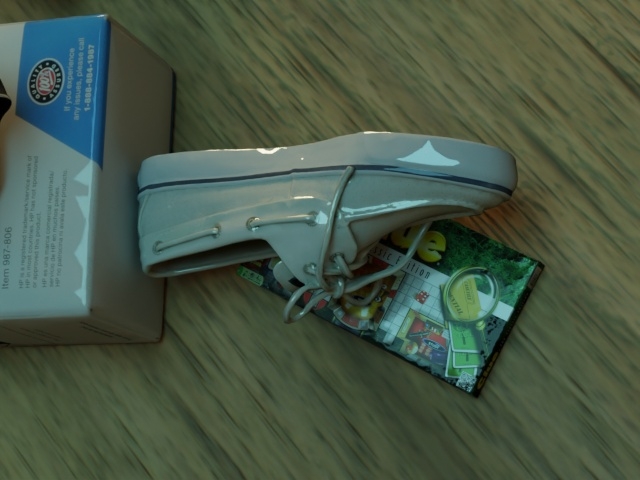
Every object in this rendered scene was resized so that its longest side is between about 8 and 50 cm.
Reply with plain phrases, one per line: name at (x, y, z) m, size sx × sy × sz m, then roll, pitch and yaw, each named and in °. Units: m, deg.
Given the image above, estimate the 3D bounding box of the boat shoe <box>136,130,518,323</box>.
boat shoe at (-0.005, -0.002, 1.445) m, size 0.367 × 0.136 × 0.156 m, roll -2°, pitch 76°, yaw 23°

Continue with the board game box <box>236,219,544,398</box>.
board game box at (0.060, 0.027, 1.502) m, size 0.260 × 0.030 × 0.136 m, roll 26°, pitch 85°, yaw 24°

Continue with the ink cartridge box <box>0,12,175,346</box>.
ink cartridge box at (-0.357, -0.045, 1.601) m, size 0.395 × 0.166 × 0.285 m, roll -3°, pitch 76°, yaw 19°

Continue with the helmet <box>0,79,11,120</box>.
helmet at (-0.357, -0.104, 1.436) m, size 0.169 × 0.169 × 0.161 m, roll 12°, pitch 98°, yaw 23°
